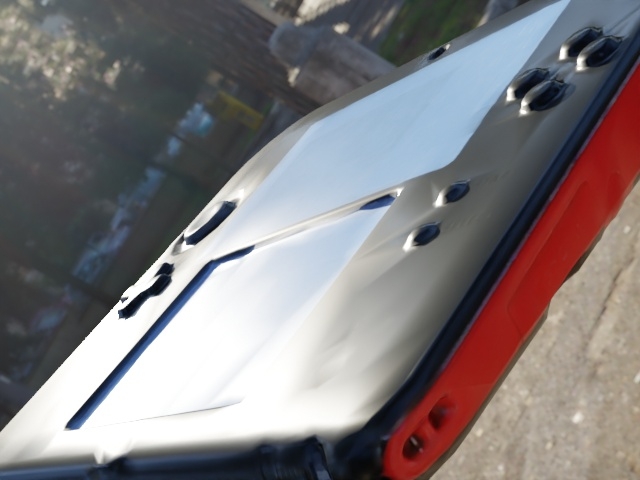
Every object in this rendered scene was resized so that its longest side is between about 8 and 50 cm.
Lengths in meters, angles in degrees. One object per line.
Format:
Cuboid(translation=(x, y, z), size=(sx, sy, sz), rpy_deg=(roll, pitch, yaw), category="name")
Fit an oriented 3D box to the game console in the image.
Cuboid(translation=(0.000, 0.000, 0.563), size=(0.387, 0.060, 0.342), rpy_deg=(-20, 21, 52), category="game console")
